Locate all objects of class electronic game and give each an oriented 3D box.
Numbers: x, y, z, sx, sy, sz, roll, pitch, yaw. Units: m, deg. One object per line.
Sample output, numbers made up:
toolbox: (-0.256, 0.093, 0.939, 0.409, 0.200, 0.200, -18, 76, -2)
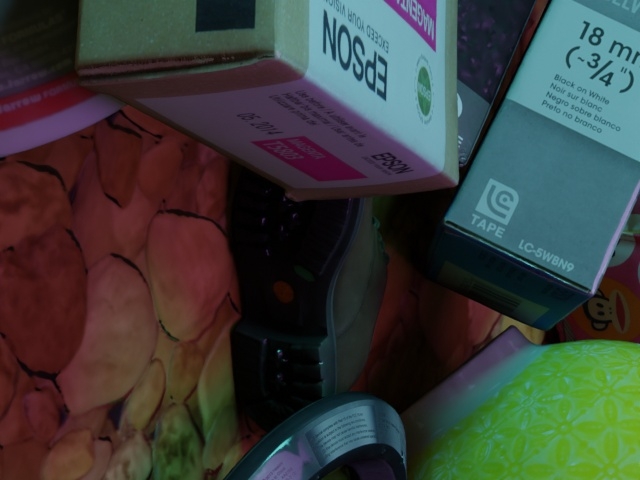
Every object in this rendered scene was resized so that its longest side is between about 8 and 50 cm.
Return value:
electronic game: (-0.024, 0.193, 1.093, 0.229, 0.048, 0.229, -38, 146, -33)

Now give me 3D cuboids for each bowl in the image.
bowl: (0.137, 0.152, 1.233, 0.156, 0.289, 0.289, 52, 41, 6)

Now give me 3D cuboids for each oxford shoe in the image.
oxford shoe: (0.000, 0.000, 1.090, 0.096, 0.083, 0.227, -31, 136, -52)

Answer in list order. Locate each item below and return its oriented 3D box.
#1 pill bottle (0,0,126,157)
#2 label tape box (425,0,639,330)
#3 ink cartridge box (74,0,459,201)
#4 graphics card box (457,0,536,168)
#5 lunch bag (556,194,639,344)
pill bottle: (-0.164, -0.186, 0.711, 0.161, 0.161, 0.283, -49, 136, -38)
label tape box: (0.185, -0.119, 1.177, 0.240, 0.106, 0.333, 86, 29, -82)
ink cartridge box: (-0.010, -0.133, 0.762, 0.235, 0.088, 0.193, 26, 63, -68)
graphics card box: (0.040, -0.244, 0.986, 0.233, 0.094, 0.371, 34, 67, -26)
lunch bag: (0.293, 0.004, 1.491, 0.258, 0.120, 0.293, -42, 131, -44)
